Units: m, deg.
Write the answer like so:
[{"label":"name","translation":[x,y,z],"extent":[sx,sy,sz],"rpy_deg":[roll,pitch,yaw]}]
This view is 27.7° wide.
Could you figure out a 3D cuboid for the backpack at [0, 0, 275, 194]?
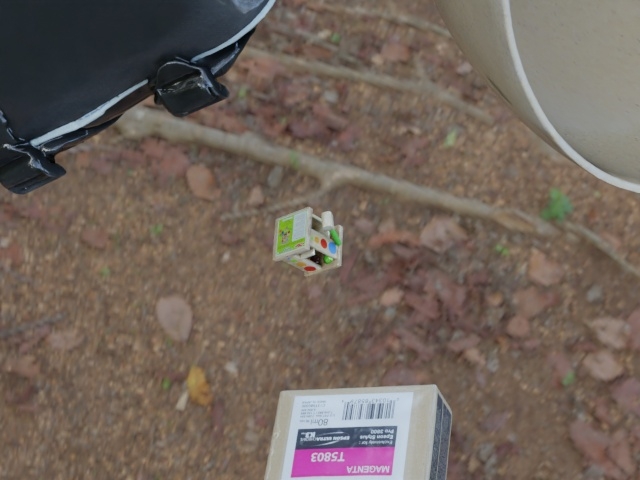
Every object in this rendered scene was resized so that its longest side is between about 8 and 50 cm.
[{"label":"backpack","translation":[-0.109,-0.171,0.617],"extent":[0.191,0.225,0.253],"rpy_deg":[55,29,-20]}]

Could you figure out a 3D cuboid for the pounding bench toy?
[{"label":"pounding bench toy","translation":[0.000,0.000,1.442],"extent":[0.065,0.083,0.052],"rpy_deg":[28,55,-40]}]

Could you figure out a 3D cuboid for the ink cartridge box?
[{"label":"ink cartridge box","translation":[0.049,0.299,1.748],"extent":[0.235,0.088,0.193],"rpy_deg":[-6,52,21]}]

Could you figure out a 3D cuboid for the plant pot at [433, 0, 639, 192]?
[{"label":"plant pot","translation":[0.154,-0.188,0.665],"extent":[0.284,0.284,0.191],"rpy_deg":[-13,29,-25]}]
